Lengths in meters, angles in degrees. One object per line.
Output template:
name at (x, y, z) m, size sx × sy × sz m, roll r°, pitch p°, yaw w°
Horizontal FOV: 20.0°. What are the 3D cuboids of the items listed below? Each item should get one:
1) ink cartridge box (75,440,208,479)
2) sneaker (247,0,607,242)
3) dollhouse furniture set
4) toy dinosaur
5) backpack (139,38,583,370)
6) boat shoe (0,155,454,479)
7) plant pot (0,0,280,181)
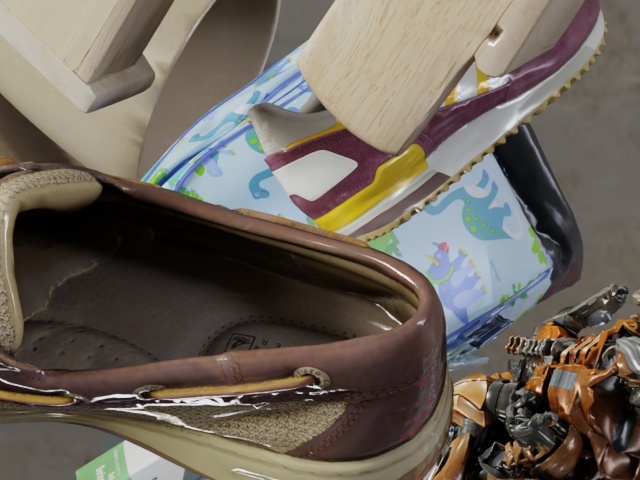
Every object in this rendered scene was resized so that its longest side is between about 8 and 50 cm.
ink cartridge box at (-0.071, 0.207, 1.484) m, size 0.212 × 0.093 × 0.154 m, roll -32°, pitch 104°, yaw -3°
sneaker at (0.051, -0.077, 0.797) m, size 0.084 × 0.185 × 0.069 m, roll 53°, pitch 150°, yaw -10°
dollhouse furniture set at (0.017, -0.173, 0.783) m, size 0.286 × 0.303 × 0.198 m, roll 44°, pitch 124°, yaw 11°
toy dinosaur at (0.117, 0.145, 1.015) m, size 0.164 × 0.218 × 0.322 m, roll 14°, pitch 145°, yaw -7°
backpack at (0.000, 0.000, 1.330) m, size 0.290 × 0.355 × 0.273 m, roll 62°, pitch 172°, yaw -7°
boat shoe at (-0.114, 0.011, 0.709) m, size 0.342 × 0.123 × 0.123 m, roll 15°, pitch 150°, yaw 11°
plant pot at (-0.217, -0.202, 1.715) m, size 0.274 × 0.256 × 0.256 m, roll 28°, pitch 145°, yaw 13°
